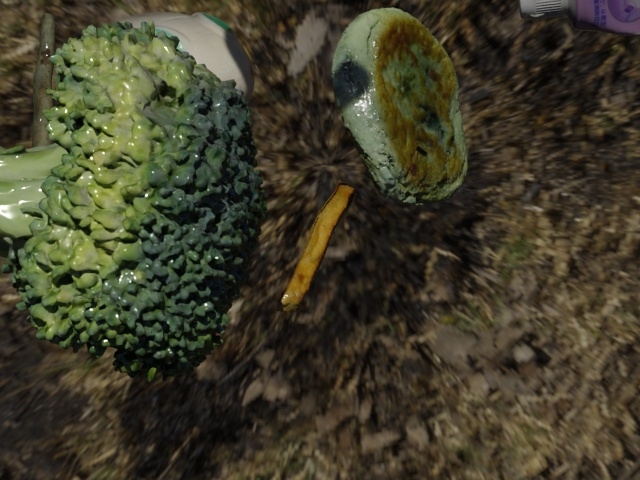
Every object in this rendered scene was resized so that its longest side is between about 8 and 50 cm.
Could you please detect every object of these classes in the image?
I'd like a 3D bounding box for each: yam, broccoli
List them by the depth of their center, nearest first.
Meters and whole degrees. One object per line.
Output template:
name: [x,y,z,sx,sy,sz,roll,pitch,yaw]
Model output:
broccoli: [-0.178,-0.067,1.150,0.301,0.375,0.249,23,128,-23]
yam: [-0.311,-0.155,1.579,0.027,0.029,0.234,-20,60,31]

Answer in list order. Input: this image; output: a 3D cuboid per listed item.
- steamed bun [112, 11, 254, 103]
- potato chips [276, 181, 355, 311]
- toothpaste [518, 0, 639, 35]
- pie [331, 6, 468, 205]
steamed bun: [-0.185,-0.209,1.687,0.177,0.228,0.131,-26,115,-40]
potato chips: [0.000,0.000,1.335,0.026,0.204,0.037,22,129,3]
toothpaste: [0.286,-0.188,0.957,0.300,0.048,0.075,-7,138,8]
pie: [0.078,-0.119,1.253,0.041,0.187,0.187,-16,93,36]
